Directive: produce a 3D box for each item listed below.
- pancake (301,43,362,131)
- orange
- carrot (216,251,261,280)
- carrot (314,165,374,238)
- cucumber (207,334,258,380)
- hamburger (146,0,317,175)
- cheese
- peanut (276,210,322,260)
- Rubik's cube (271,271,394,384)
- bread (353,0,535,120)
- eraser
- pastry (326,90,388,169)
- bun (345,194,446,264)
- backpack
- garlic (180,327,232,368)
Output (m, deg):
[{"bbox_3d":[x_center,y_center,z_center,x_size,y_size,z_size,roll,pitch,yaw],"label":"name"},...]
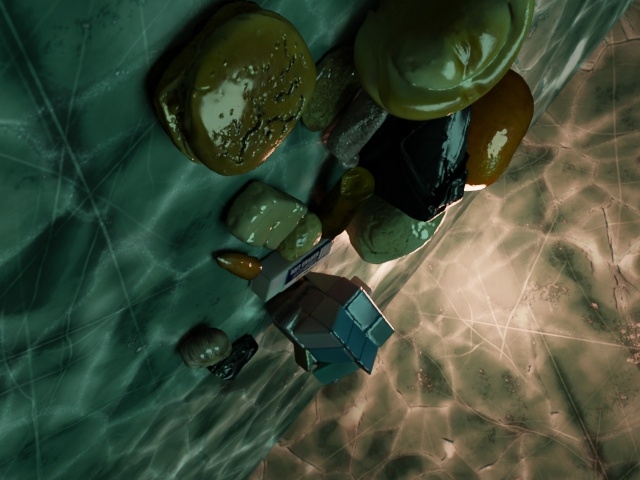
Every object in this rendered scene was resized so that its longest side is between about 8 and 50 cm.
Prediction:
[{"bbox_3d":[0.036,-0.377,1.696,0.250,0.031,0.250,-41,159,-20],"label":"pancake"},{"bbox_3d":[0.495,-0.372,2.252,0.424,0.326,0.424,-59,169,-20],"label":"orange"},{"bbox_3d":[-0.230,0.065,1.867,0.072,0.072,0.205,-52,158,6],"label":"carrot"},{"bbox_3d":[0.060,-0.100,2.034,0.114,0.114,0.302,-38,172,-31],"label":"carrot"},{"bbox_3d":[-0.289,0.407,2.342,0.193,0.086,0.115,-46,159,-30],"label":"cucumber"},{"bbox_3d":[-0.156,-0.277,1.281,0.304,0.174,0.284,-54,149,-9],"label":"hamburger"},{"bbox_3d":[-0.144,-0.063,1.788,0.159,0.093,0.263,-56,158,7],"label":"cheese"},{"bbox_3d":[-0.065,-0.013,2.013,0.159,0.109,0.140,-57,146,6],"label":"peanut"},{"bbox_3d":[0.032,0.282,2.408,0.358,0.368,0.387,-45,126,-13],"label":"Rubik's cube"},{"bbox_3d":[0.279,-0.468,1.575,0.424,0.329,0.245,-39,-172,5],"label":"bread"},{"bbox_3d":[-0.087,0.068,2.145,0.287,0.086,0.130,-36,157,-35],"label":"eraser"},{"bbox_3d":[0.090,-0.289,1.822,0.265,0.112,0.103,120,-11,-51],"label":"pastry"},{"bbox_3d":[0.229,-0.097,2.241,0.349,0.227,0.352,-39,-160,4],"label":"bun"},{"bbox_3d":[0.262,-0.289,1.911,0.255,0.363,0.446,-21,130,-39],"label":"backpack"},{"bbox_3d":[-0.338,0.313,2.031,0.159,0.102,0.147,-4,145,-48],"label":"garlic"}]
